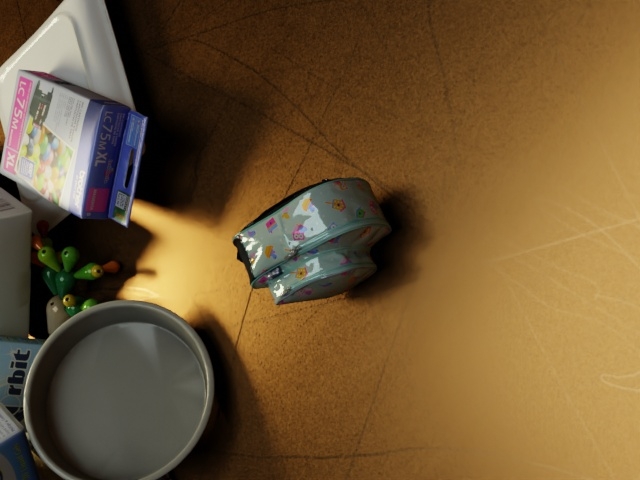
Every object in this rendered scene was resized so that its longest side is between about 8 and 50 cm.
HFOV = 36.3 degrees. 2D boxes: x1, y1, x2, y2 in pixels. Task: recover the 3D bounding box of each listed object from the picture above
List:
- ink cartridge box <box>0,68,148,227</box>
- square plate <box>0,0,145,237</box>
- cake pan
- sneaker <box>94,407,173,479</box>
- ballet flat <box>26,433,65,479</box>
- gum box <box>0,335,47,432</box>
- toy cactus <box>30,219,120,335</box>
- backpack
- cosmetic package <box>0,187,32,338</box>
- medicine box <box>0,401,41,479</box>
[{"bbox_3d":[-0.403,-0.152,1.569,0.311,0.065,0.186,24,106,37],"label":"ink cartridge box"},{"bbox_3d":[-0.456,-0.227,1.688,0.347,0.049,0.344,-31,69,37],"label":"square plate"},{"bbox_3d":[-0.303,0.237,1.491,0.293,0.054,0.293,-2,68,4],"label":"cake pan"},{"bbox_3d":[-0.296,0.364,1.526,0.083,0.098,0.224,-34,68,27],"label":"sneaker"},{"bbox_3d":[-0.481,0.373,1.678,0.232,0.080,0.073,38,79,28],"label":"ballet flat"},{"bbox_3d":[-0.522,0.241,1.636,0.041,0.184,0.157,21,98,52],"label":"gum box"},{"bbox_3d":[-0.428,0.080,1.655,0.219,0.112,0.180,36,124,28],"label":"toy cactus"},{"bbox_3d":[0.000,0.000,1.317,0.188,0.166,0.144,-40,68,29],"label":"backpack"},{"bbox_3d":[-0.646,0.014,1.727,0.377,0.097,0.284,29,123,38],"label":"cosmetic package"},{"bbox_3d":[-0.592,0.410,1.503,0.149,0.289,0.263,33,141,33],"label":"medicine box"}]
